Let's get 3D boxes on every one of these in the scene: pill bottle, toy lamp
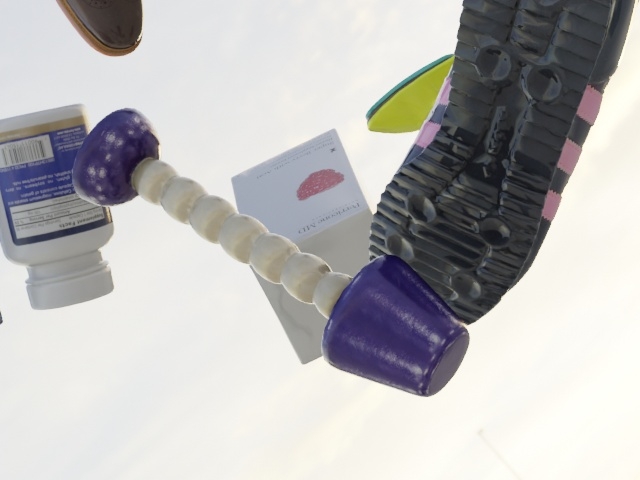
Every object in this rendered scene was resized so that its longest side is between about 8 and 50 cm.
[{"bbox_3d":[-0.262,-0.032,1.252,0.112,0.186,0.112,-11,8,2],"label":"pill bottle"},{"bbox_3d":[-0.033,0.006,0.794,0.080,0.275,0.080,-46,-26,-30],"label":"toy lamp"}]

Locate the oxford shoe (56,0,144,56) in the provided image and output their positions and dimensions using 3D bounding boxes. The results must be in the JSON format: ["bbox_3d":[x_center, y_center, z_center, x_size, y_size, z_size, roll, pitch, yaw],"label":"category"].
[{"bbox_3d":[-0.230,-0.319,1.287,0.097,0.271,0.098,-21,8,-30],"label":"oxford shoe"}]

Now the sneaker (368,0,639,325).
[{"bbox_3d":[0.127,-0.076,0.818,0.131,0.112,0.319,-44,-18,-45],"label":"sneaker"}]

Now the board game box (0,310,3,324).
[{"bbox_3d":[-0.432,0.017,1.249,0.194,0.194,0.060,-13,12,17],"label":"board game box"}]

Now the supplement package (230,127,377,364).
[{"bbox_3d":[0.000,0.000,1.769,0.177,0.293,0.175,-25,-64,3],"label":"supplement package"}]

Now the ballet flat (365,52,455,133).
[{"bbox_3d":[0.147,-0.152,1.181,0.231,0.077,0.077,-37,-13,14],"label":"ballet flat"}]
